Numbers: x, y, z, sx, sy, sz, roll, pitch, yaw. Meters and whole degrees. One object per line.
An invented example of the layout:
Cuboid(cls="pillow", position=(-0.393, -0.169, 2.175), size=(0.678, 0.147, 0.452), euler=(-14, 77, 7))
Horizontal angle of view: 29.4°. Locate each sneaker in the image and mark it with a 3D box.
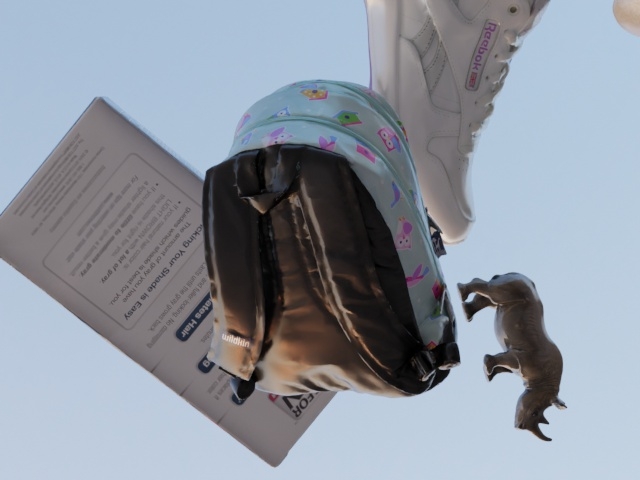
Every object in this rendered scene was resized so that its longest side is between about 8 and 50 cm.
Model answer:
Cuboid(cls="sneaker", position=(0.108, -0.142, 0.936), size=(0.152, 0.114, 0.305), euler=(-4, -73, 14))

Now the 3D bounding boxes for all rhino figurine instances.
Cuboid(cls="rhino figurine", position=(0.272, 0.157, 1.656), size=(0.106, 0.073, 0.243), euler=(-19, -96, 2))

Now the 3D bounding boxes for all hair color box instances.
Cuboid(cls="hair color box", position=(-0.126, 0.037, 1.159), size=(0.347, 0.105, 0.174), euler=(40, -89, -9))

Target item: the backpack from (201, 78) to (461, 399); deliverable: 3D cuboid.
Cuboid(cls="backpack", position=(0.000, 0.000, 0.715), size=(0.151, 0.115, 0.182), euler=(-6, -56, 16))

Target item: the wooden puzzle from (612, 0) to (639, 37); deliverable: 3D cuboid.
Cuboid(cls="wooden puzzle", position=(0.340, -0.069, 0.511), size=(0.347, 0.322, 0.081), euler=(-10, -56, -49))
